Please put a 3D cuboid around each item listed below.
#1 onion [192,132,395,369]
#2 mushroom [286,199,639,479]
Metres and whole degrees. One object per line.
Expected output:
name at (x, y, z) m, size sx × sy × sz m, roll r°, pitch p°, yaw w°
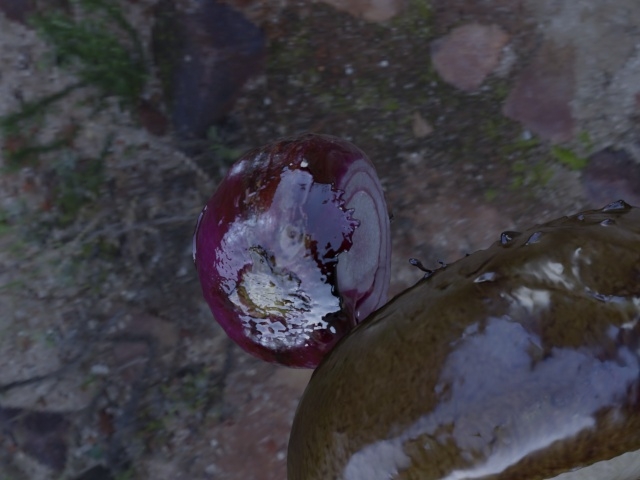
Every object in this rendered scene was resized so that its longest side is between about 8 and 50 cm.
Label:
onion at (-0.015, -0.001, 1.076) m, size 0.135 × 0.198 × 0.173 m, roll 4°, pitch 108°, yaw 15°
mushroom at (0.117, 0.088, 0.794) m, size 0.163 × 0.297 × 0.278 m, roll 57°, pitch 137°, yaw 29°
